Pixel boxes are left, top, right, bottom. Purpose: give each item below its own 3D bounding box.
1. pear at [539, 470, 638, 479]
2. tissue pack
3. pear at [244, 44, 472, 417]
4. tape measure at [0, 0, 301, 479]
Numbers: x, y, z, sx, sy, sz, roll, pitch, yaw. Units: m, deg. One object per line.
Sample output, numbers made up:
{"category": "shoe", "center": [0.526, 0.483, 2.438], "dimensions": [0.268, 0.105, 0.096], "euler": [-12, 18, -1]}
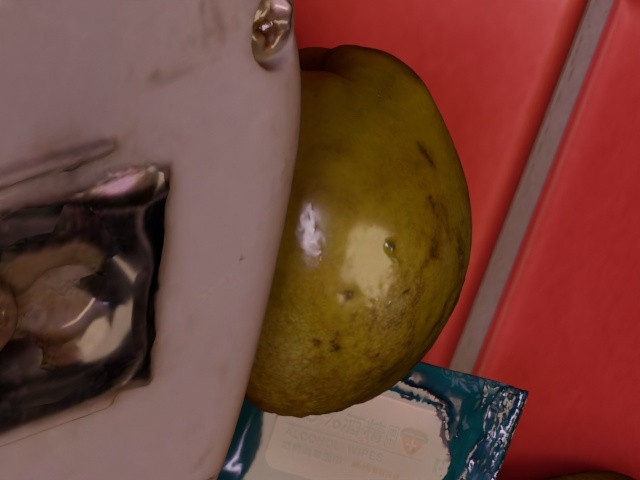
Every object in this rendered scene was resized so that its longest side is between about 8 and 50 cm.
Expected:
{"category": "pear", "center": [0.087, 0.277, 0.731], "dimensions": [0.318, 0.238, 0.342], "euler": [23, 95, -57]}
{"category": "tissue pack", "center": [0.009, 0.077, 0.670], "dimensions": [0.138, 0.028, 0.085], "euler": [22, 89, -27]}
{"category": "pear", "center": [0.000, 0.000, 0.581], "dimensions": [0.107, 0.107, 0.131], "euler": [-13, 114, -40]}
{"category": "tape measure", "center": [-0.124, -0.009, 0.436], "dimensions": [0.265, 0.130, 0.258], "euler": [-18, 122, -38]}
